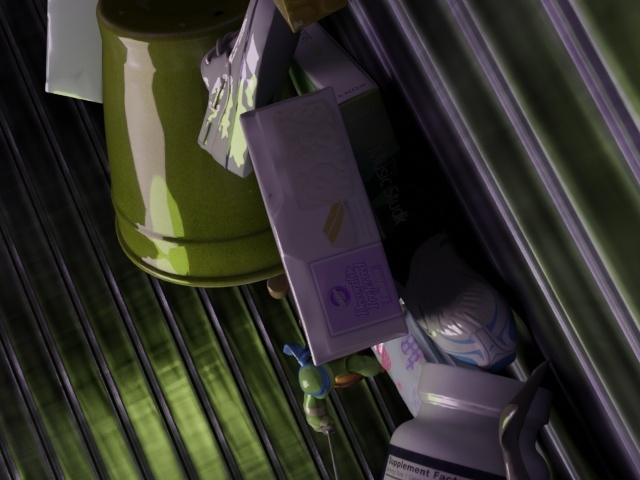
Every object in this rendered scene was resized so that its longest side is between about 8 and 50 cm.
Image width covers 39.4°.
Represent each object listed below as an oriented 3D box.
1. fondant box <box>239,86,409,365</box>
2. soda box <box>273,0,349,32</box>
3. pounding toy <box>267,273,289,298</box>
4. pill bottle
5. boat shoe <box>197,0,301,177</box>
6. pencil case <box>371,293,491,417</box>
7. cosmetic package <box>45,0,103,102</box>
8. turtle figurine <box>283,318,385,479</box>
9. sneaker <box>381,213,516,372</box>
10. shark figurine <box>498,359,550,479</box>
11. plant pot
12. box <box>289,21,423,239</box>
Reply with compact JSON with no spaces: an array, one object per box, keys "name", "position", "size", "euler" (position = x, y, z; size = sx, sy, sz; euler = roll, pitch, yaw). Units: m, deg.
[{"name":"fondant box","position":[0.000,0.000,0.954],"size":[0.330,0.096,0.238],"euler":[89,163,-85]},{"name":"soda box","position":[-0.028,-0.270,0.771],"size":[0.058,0.061,0.181],"euler":[60,176,31]},{"name":"pounding toy","position":[0.009,0.029,1.384],"size":[0.181,0.206,0.094],"euler":[62,177,15]},{"name":"pill bottle","position":[0.126,0.254,0.825],"size":[0.153,0.153,0.265],"euler":[79,-154,-79]},{"name":"boat shoe","position":[-0.087,-0.184,0.987],"size":[0.088,0.096,0.267],"euler":[29,145,8]},{"name":"pencil case","position":[0.154,0.170,1.094],"size":[0.273,0.113,0.124],"euler":[-121,23,-54]},{"name":"cosmetic package","position":[-0.292,-0.398,1.351],"size":[0.377,0.097,0.285],"euler":[-68,-8,-64]},{"name":"turtle figurine","position":[0.080,0.217,1.312],"size":[0.274,0.198,0.266],"euler":[37,-148,13]},{"name":"sneaker","position":[0.120,0.048,0.885],"size":[0.086,0.085,0.237],"euler":[59,-178,-30]},{"name":"shark figurine","position":[0.229,0.246,0.723],"size":[0.278,0.116,0.166],"euler":[51,137,36]},{"name":"plant pot","position":[-0.148,-0.187,1.232],"size":[0.366,0.366,0.353],"euler":[-121,16,-46]},{"name":"box","position":[0.052,-0.090,1.075],"size":[0.322,0.058,0.232],"euler":[63,177,-38]}]
